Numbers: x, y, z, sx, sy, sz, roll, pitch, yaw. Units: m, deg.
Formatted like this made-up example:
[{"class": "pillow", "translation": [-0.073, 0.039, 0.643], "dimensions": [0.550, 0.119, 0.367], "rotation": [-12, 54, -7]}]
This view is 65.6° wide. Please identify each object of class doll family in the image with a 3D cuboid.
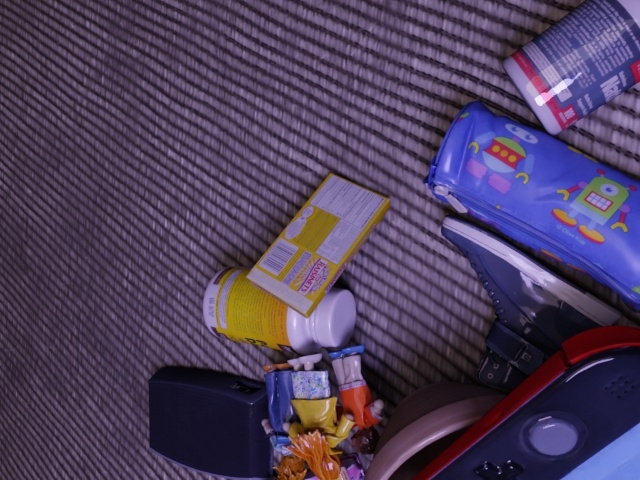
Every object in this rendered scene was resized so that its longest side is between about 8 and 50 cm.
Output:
[{"class": "doll family", "translation": [-0.029, 0.248, 0.688], "dimensions": [0.263, 0.118, 0.163], "rotation": [-28, 69, 49]}]

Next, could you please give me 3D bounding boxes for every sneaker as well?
[{"class": "sneaker", "translation": [0.211, 0.083, 0.611], "dimensions": [0.226, 0.086, 0.163], "rotation": [38, 107, 23]}]

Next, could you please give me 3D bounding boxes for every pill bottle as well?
[{"class": "pill bottle", "translation": [-0.060, 0.103, 0.743], "dimensions": [0.215, 0.117, 0.117], "rotation": [4, 93, 29]}, {"class": "pill bottle", "translation": [0.305, -0.208, 0.539], "dimensions": [0.180, 0.108, 0.108], "rotation": [-35, 75, 26]}]

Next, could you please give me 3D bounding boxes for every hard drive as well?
[{"class": "hard drive", "translation": [-0.199, 0.317, 0.860], "dimensions": [0.255, 0.054, 0.171], "rotation": [1, 92, 29]}]

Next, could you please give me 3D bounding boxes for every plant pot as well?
[{"class": "plant pot", "translation": [0.156, 0.252, 0.603], "dimensions": [0.237, 0.237, 0.109], "rotation": [-55, 28, 19]}]

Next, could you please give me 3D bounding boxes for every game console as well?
[{"class": "game console", "translation": [0.301, 0.288, 0.487], "dimensions": [0.387, 0.060, 0.342], "rotation": [35, 109, -7]}]

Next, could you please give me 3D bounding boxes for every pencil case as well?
[{"class": "pencil case", "translation": [0.260, -0.040, 0.556], "dimensions": [0.306, 0.119, 0.133], "rotation": [35, 71, 24]}]

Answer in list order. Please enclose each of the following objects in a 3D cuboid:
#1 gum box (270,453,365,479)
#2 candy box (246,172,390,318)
[{"class": "gum box", "translation": [-0.003, 0.406, 0.750], "dimensions": [0.188, 0.062, 0.107], "rotation": [-30, 78, 26]}, {"class": "candy box", "translation": [0.000, 0.000, 0.695], "dimensions": [0.105, 0.027, 0.206], "rotation": [29, 69, 23]}]
